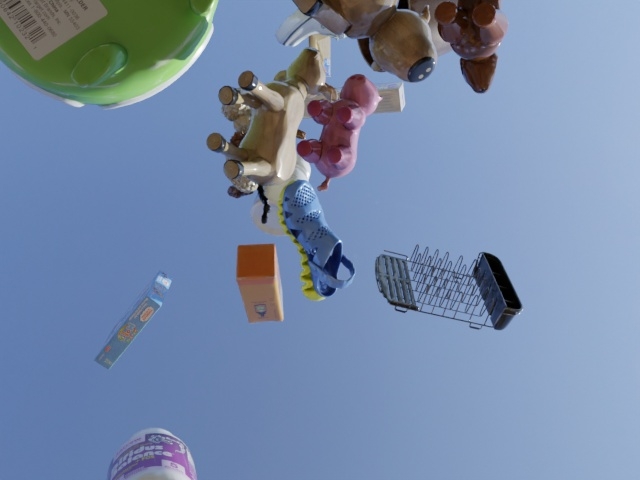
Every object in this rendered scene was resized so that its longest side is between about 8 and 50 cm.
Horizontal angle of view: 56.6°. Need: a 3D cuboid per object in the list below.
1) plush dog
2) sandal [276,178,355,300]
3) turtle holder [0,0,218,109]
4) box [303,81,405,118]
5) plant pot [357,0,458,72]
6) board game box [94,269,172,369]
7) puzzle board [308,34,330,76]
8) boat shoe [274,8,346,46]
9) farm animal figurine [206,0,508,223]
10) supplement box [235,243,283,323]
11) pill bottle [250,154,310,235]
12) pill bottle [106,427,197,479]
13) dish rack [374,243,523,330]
[{"bbox_3d":[-0.166,-0.219,1.508,0.211,0.262,0.225,16,-124,6],"label":"plush dog"},{"bbox_3d":[0.000,0.000,1.427,0.138,0.317,0.126,0,-152,47],"label":"sandal"},{"bbox_3d":[-0.226,-0.299,0.664,0.244,0.227,0.320,23,-94,-11],"label":"turtle holder"},{"bbox_3d":[0.062,-0.374,1.596,0.324,0.067,0.063,-1,-147,20],"label":"box"},{"bbox_3d":[0.225,-0.477,1.268,0.231,0.215,0.215,-11,-124,-24],"label":"plant pot"},{"bbox_3d":[-0.373,0.153,1.205,0.039,0.211,0.160,39,-87,-14],"label":"board game box"},{"bbox_3d":[-0.004,-0.564,1.802,0.011,0.128,0.096,9,-165,39],"label":"puzzle board"},{"bbox_3d":[0.025,-0.330,0.871,0.075,0.226,0.083,56,-134,-14],"label":"boat shoe"},{"bbox_3d":[0.027,-0.221,0.611,0.330,0.172,0.326,-22,-99,24],"label":"farm animal figurine"},{"bbox_3d":[-0.119,0.093,1.200,0.078,0.233,0.080,-3,-120,-2],"label":"supplement box"},{"bbox_3d":[-0.101,-0.132,1.632,0.131,0.131,0.229,9,-135,8],"label":"pill bottle"},{"bbox_3d":[-0.320,0.466,1.128,0.169,0.301,0.169,-1,-88,-17],"label":"pill bottle"},{"bbox_3d":[0.246,0.082,1.192,0.272,0.074,0.208,13,-152,-7],"label":"dish rack"}]
